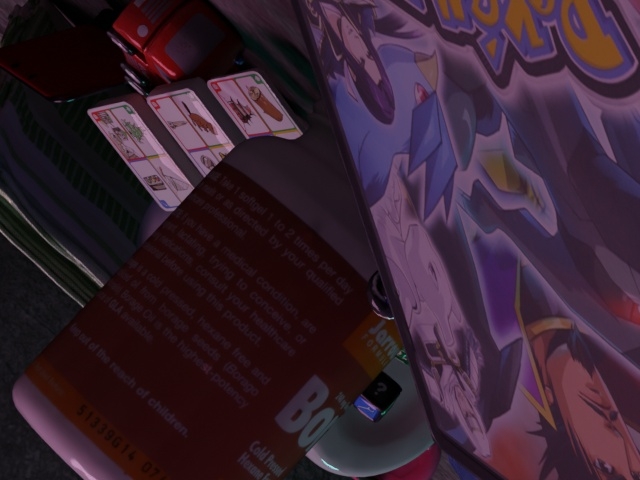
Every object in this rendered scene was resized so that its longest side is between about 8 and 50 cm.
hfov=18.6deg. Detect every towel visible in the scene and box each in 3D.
[{"bbox_3d":[-0.158,-0.043,1.463,0.248,0.038,0.325,46,-162,-22],"label":"towel"}]

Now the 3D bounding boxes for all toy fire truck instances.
[{"bbox_3d":[-0.049,-0.072,1.112,0.135,0.047,0.192,40,172,8],"label":"toy fire truck"}]

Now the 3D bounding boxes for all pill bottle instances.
[{"bbox_3d":[-0.027,0.032,0.894,0.121,0.216,0.121,42,175,5],"label":"pill bottle"},{"bbox_3d":[-0.021,0.041,1.285,0.246,0.136,0.136,36,170,49],"label":"pill bottle"}]

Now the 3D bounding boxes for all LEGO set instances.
[{"bbox_3d":[0.000,0.000,1.070,0.244,0.060,0.182,53,151,-19],"label":"LEGO set"}]

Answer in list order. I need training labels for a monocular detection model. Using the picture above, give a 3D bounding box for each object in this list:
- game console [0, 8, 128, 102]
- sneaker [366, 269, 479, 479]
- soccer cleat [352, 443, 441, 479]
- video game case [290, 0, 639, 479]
[{"bbox_3d":[-0.129,-0.095,1.278,0.124,0.085,0.144,47,173,-31],"label":"game console"},{"bbox_3d":[0.095,0.029,0.669,0.147,0.130,0.330,53,168,3],"label":"sneaker"},{"bbox_3d":[-0.012,0.086,1.767,0.331,0.116,0.143,46,-171,-5],"label":"soccer cleat"},{"bbox_3d":[0.065,-0.017,0.402,0.275,0.035,0.248,31,144,60],"label":"video game case"}]
